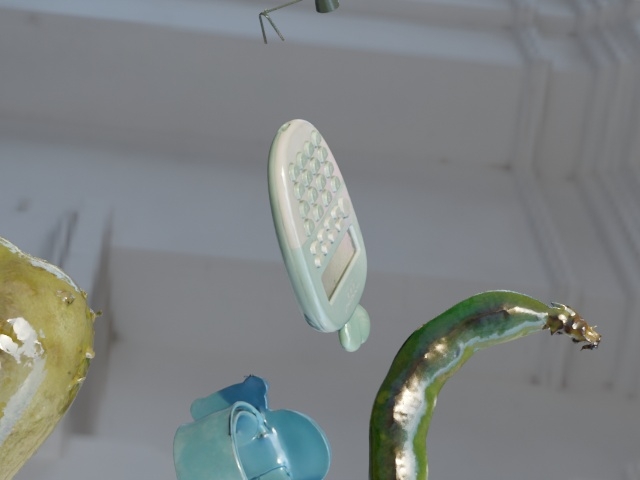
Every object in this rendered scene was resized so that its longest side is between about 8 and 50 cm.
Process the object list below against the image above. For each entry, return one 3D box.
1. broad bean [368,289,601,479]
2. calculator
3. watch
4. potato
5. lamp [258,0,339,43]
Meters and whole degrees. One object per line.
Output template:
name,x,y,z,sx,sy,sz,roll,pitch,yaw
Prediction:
broad bean,0.128,0.152,1.563,0.292,0.144,0.049,-47,165,-5
calculator,0.000,0.000,1.896,0.184,0.042,0.295,-59,136,-56
watch,-0.109,0.284,2.053,0.193,0.211,0.211,-24,122,-74
potato,-0.414,0.155,1.745,0.359,0.270,0.219,-53,160,-1
lamp,-0.027,-0.302,2.095,0.121,0.041,0.054,-41,131,-28
